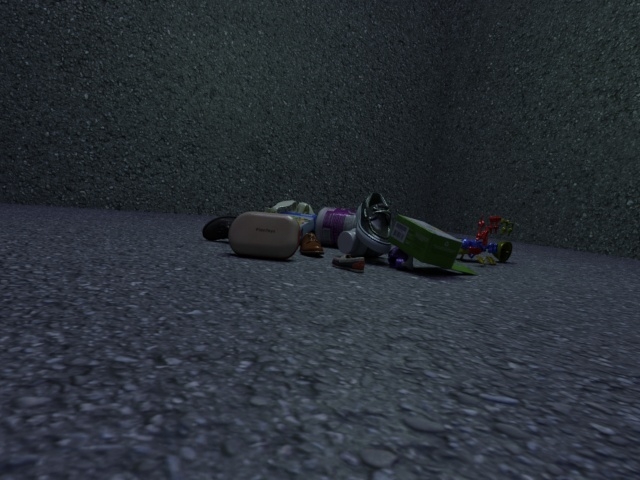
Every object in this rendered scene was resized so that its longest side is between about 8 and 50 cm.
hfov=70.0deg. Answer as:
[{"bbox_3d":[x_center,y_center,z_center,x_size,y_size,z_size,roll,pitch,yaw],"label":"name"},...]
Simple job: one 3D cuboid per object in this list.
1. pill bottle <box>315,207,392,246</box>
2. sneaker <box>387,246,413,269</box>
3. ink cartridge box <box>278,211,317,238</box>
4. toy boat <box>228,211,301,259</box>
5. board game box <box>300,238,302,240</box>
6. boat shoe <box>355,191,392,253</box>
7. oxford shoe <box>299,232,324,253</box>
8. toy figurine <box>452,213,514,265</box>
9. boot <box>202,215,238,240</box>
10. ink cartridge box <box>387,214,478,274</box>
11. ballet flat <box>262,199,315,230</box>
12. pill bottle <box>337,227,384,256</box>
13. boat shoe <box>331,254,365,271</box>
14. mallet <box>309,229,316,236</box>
[{"bbox_3d":[0.143,-0.047,1.936,0.301,0.170,0.169,7,5,22],"label":"pill bottle"},{"bbox_3d":[0.245,0.054,1.479,0.071,0.069,0.170,-2,6,-7],"label":"sneaker"},{"bbox_3d":[-0.138,-0.061,1.956,0.185,0.065,0.311,8,22,25],"label":"ink cartridge box"},{"bbox_3d":[-0.177,-0.002,1.470,0.230,0.151,0.151,6,-25,5],"label":"toy boat"},{"bbox_3d":[-0.163,-0.029,2.119,0.210,0.047,0.160,1,7,-37],"label":"board game box"},{"bbox_3d":[0.190,-0.078,1.608,0.121,0.119,0.335,17,27,-15],"label":"boat shoe"},{"bbox_3d":[-0.035,0.012,1.639,0.076,0.076,0.212,5,6,-16],"label":"oxford shoe"},{"bbox_3d":[0.621,-0.004,1.871,0.217,0.192,0.362,3,1,41],"label":"toy figurine"},{"bbox_3d":[-0.317,-0.028,1.722,0.262,0.091,0.229,-13,22,-8],"label":"boot"},{"bbox_3d":[0.373,0.014,1.450,0.255,0.097,0.189,12,15,-31],"label":"ink cartridge box"},{"bbox_3d":[-0.137,-0.123,2.453,0.163,0.182,0.482,7,5,36],"label":"ballet flat"},{"bbox_3d":[0.155,0.007,1.681,0.180,0.108,0.107,0,7,-41],"label":"pill bottle"},{"bbox_3d":[0.081,0.063,1.346,0.049,0.043,0.137,-1,6,-34],"label":"boat shoe"},{"bbox_3d":[0.000,0.000,2.077,0.039,0.063,0.189,11,-7,43],"label":"mallet"}]
